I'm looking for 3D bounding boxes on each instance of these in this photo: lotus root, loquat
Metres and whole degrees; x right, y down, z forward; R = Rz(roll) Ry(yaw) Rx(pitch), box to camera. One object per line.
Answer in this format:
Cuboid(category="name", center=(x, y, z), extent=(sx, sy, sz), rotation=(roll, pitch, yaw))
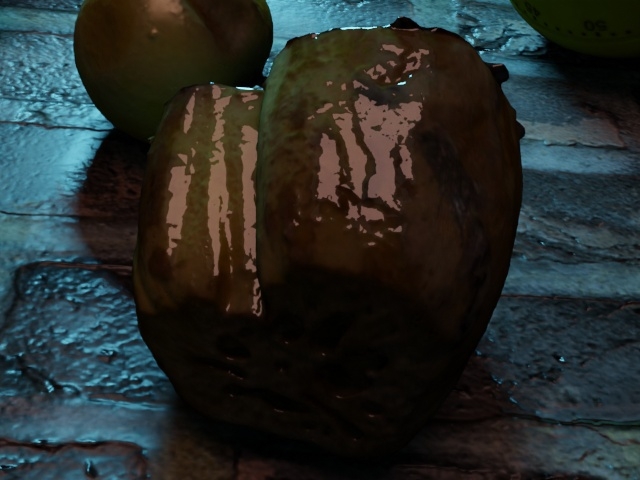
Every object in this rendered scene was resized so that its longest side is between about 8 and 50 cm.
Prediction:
Cuboid(category="lotus root", center=(0.000, 0.000, 0.688), extent=(0.316, 0.316, 0.250), rotation=(9, 48, 0))
Cuboid(category="loquat", center=(-0.144, -0.198, 0.954), extent=(0.213, 0.213, 0.213), rotation=(5, 40, -4))

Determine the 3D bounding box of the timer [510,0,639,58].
Cuboid(category="timer", center=(0.406, -0.391, 1.208), extent=(0.376, 0.376, 0.387), rotation=(44, 8, 34))
